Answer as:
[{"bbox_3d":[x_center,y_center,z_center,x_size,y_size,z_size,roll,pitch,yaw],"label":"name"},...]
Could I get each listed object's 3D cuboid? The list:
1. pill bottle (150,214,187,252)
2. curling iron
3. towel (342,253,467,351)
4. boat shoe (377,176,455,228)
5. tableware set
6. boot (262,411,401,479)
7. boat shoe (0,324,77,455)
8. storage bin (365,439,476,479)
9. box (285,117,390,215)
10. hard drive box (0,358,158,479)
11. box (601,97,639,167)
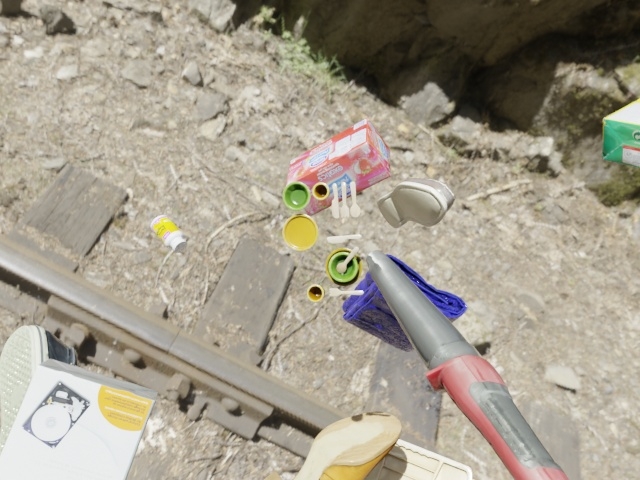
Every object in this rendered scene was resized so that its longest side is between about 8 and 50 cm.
[{"bbox_3d":[-0.307,-0.012,1.190,0.043,0.043,0.083,-24,55,-39],"label":"pill bottle"},{"bbox_3d":[0.079,0.089,0.331,0.035,0.068,0.274,-7,37,-19],"label":"curling iron"},{"bbox_3d":[0.183,0.170,1.405,0.227,0.308,0.076,33,60,1],"label":"towel"},{"bbox_3d":[0.230,-0.096,1.347,0.096,0.324,0.117,-33,94,-12],"label":"boat shoe"},{"bbox_3d":[0.000,0.000,0.738,0.103,0.024,0.154,-3,90,13],"label":"tableware set"},{"bbox_3d":[0.029,0.451,1.047,0.295,0.211,0.104,-25,32,-19],"label":"boot"},{"bbox_3d":[-0.597,0.415,1.270,0.156,0.186,0.500,37,24,-49],"label":"boat shoe"},{"bbox_3d":[0.221,0.523,1.248,0.260,0.262,0.123,12,67,30],"label":"storage bin"},{"bbox_3d":[0.047,-0.189,1.532,0.123,0.256,0.128,49,29,-30],"label":"box"},{"bbox_3d":[-0.374,0.320,0.882,0.181,0.089,0.232,20,81,-11],"label":"hard drive box"},{"bbox_3d":[0.332,-0.106,0.481,0.179,0.043,0.105,-29,34,-22],"label":"box"}]
